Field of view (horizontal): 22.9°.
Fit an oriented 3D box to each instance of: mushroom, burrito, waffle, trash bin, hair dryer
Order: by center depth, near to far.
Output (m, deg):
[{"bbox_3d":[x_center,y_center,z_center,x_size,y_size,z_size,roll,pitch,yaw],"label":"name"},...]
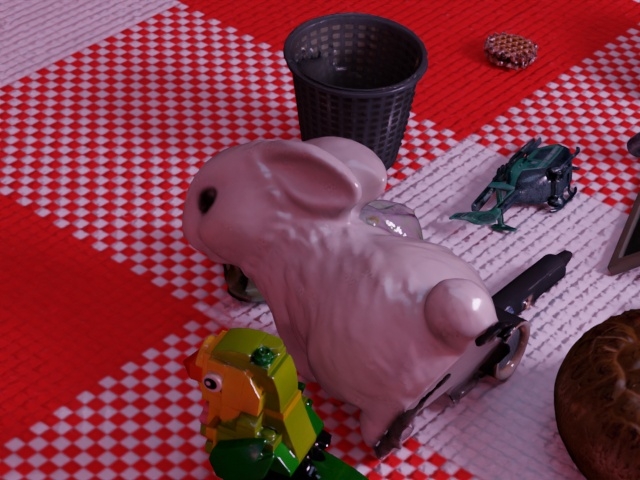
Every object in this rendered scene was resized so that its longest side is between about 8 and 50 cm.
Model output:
[{"bbox_3d":[0.348,0.158,1.537,0.253,0.153,0.253,-5,37,3],"label":"mushroom"},{"bbox_3d":[0.199,0.058,1.736,0.128,0.070,0.255,24,33,25],"label":"hair dryer"},{"bbox_3d":[0.000,0.000,1.761,0.229,0.089,0.144,-8,41,-14],"label":"burrito"},{"bbox_3d":[0.041,-0.164,1.923,0.176,0.161,0.175,1,39,-1],"label":"trash bin"},{"bbox_3d":[0.265,-0.265,2.198,0.075,0.029,0.083,15,34,8],"label":"waffle"}]

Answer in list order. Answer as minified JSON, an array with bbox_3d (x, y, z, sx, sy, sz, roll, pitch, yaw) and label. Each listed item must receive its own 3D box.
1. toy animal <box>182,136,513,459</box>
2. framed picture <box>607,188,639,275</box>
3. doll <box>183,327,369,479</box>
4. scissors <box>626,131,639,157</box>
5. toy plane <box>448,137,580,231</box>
[{"bbox_3d":[0.019,0.025,1.569,0.357,0.258,0.194,47,42,15],"label":"toy animal"},{"bbox_3d":[0.444,-0.056,1.854,0.184,0.016,0.250,-21,22,36],"label":"framed picture"},{"bbox_3d":[-0.051,0.165,1.460,0.134,0.186,0.106,-8,27,34],"label":"doll"},{"bbox_3d":[0.599,-0.149,1.974,0.384,0.256,0.029,1,71,-23],"label":"scissors"},{"bbox_3d":[0.246,-0.069,1.906,0.096,0.060,0.235,15,33,27],"label":"toy plane"}]
